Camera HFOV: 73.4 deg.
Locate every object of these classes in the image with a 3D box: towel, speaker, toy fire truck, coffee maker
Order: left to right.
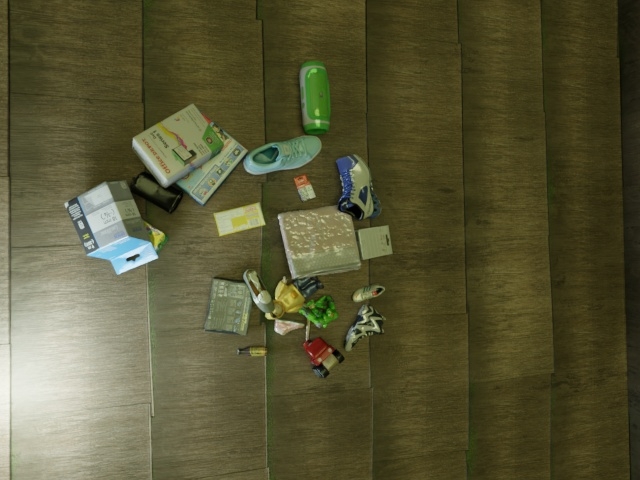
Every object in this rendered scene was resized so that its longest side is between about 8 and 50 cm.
[{"bbox_3d":[-0.664,-0.188,1.742,0.178,0.171,0.120,29,110,-9],"label":"coffee maker"},{"bbox_3d":[-0.025,-0.635,1.927,0.131,0.131,0.296,-4,90,-14],"label":"speaker"},{"bbox_3d":[-0.017,0.454,1.883,0.158,0.217,0.246,-40,82,-17],"label":"toy fire truck"},{"bbox_3d":[0.000,0.000,1.923,0.332,0.053,0.316,-9,74,-15],"label":"towel"}]

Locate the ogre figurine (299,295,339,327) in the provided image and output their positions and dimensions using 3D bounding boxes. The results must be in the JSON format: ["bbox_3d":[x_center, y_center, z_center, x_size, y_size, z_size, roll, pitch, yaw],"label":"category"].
[{"bbox_3d":[0.008,0.317,1.901,0.097,0.197,0.118,-45,70,18],"label":"ogre figurine"}]

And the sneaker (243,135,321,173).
[{"bbox_3d":[-0.152,-0.376,1.879,0.366,0.150,0.135,-23,96,-13],"label":"sneaker"}]

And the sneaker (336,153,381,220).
[{"bbox_3d":[0.148,-0.224,1.928,0.182,0.128,0.315,-30,98,-44],"label":"sneaker"}]

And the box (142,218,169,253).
[{"bbox_3d":[-0.734,-0.023,1.789,0.179,0.043,0.105,34,81,-9],"label":"box"}]

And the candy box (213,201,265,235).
[{"bbox_3d":[-0.355,-0.094,1.889,0.206,0.027,0.105,-15,90,-14],"label":"candy box"}]

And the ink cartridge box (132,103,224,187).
[{"bbox_3d":[-0.556,-0.369,1.682,0.278,0.117,0.201,-40,98,-23],"label":"ink cartridge box"}]

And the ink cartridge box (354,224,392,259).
[{"bbox_3d":[0.251,0.008,2.040,0.180,0.045,0.145,-9,91,-32],"label":"ink cartridge box"}]

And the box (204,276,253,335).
[{"bbox_3d":[-0.391,0.285,1.859,0.184,0.059,0.232,9,86,-13],"label":"box"}]

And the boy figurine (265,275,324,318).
[{"bbox_3d":[-0.132,0.245,1.909,0.285,0.092,0.177,-33,100,-15],"label":"boy figurine"}]

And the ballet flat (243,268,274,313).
[{"bbox_3d":[-0.260,0.213,1.819,0.072,0.068,0.213,-28,79,-28],"label":"ballet flat"}]

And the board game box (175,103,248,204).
[{"bbox_3d":[-0.522,-0.358,1.821,0.302,0.086,0.308,39,81,-10],"label":"board game box"}]

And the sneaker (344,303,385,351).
[{"bbox_3d":[0.218,0.429,1.987,0.153,0.094,0.234,29,73,-3],"label":"sneaker"}]

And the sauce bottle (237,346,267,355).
[{"bbox_3d":[-0.299,0.488,1.888,0.128,0.042,0.042,1,89,-15],"label":"sauce bottle"}]

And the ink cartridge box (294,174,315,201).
[{"bbox_3d":[-0.073,-0.240,1.959,0.063,0.029,0.115,-22,95,-13],"label":"ink cartridge box"}]

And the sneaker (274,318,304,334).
[{"bbox_3d":[-0.142,0.392,1.924,0.135,0.051,0.070,10,89,-10],"label":"sneaker"}]

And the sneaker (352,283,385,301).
[{"bbox_3d":[0.226,0.244,2.002,0.162,0.075,0.057,-19,94,-14],"label":"sneaker"}]

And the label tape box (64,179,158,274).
[{"bbox_3d":[-0.816,-0.040,1.680,0.241,0.106,0.333,-20,94,22],"label":"label tape box"}]
